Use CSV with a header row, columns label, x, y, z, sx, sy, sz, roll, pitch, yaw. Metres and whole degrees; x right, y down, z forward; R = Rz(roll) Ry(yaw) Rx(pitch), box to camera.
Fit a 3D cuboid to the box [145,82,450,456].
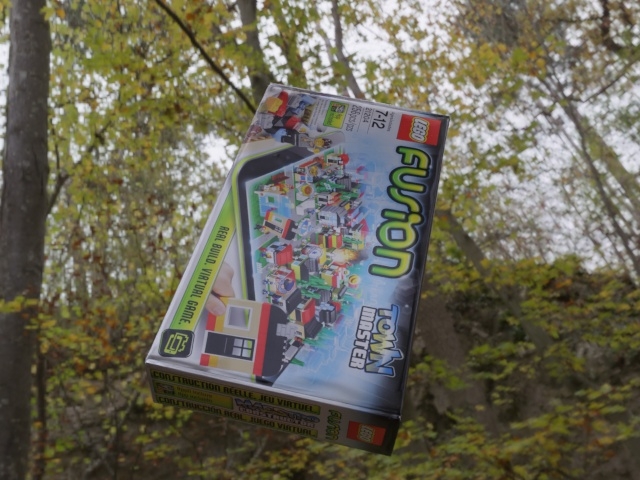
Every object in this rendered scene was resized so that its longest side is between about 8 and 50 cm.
label,x,y,z,sx,sy,sz,roll,pitch,yaw
box,0.000,0.000,0.384,0.114,0.207,0.036,11,-42,6
